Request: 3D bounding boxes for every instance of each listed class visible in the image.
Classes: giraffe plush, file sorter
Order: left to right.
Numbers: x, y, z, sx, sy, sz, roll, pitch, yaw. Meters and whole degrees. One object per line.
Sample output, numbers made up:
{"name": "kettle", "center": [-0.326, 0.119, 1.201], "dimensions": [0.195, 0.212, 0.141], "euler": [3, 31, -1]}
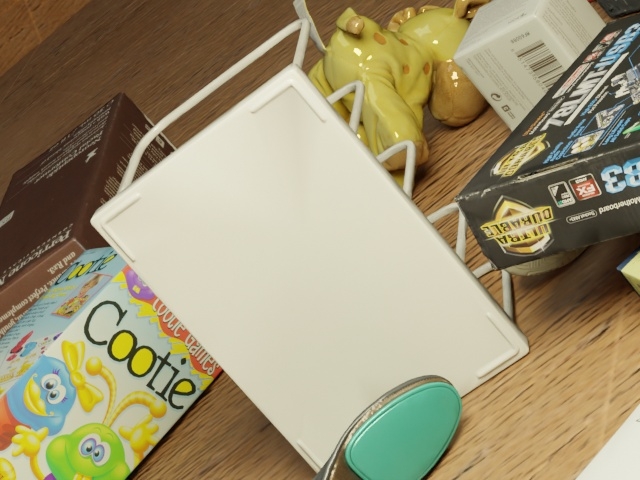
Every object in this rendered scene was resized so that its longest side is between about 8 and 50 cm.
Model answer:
{"name": "file sorter", "center": [0.000, 0.000, 1.489], "dimensions": [0.193, 0.277, 0.173], "euler": [-35, 17, 18]}
{"name": "giraffe plush", "center": [0.085, -0.153, 1.840], "dimensions": [0.170, 0.210, 0.181], "euler": [-19, 5, -26]}

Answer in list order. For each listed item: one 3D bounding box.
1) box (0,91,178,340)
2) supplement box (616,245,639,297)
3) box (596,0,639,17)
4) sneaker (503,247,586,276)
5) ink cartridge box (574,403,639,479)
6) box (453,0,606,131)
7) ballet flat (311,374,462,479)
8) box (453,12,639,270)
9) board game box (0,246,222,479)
{"name": "box", "center": [-0.275, 0.004, 2.190], "dimensions": [0.191, 0.143, 0.381], "euler": [-35, 23, 18]}
{"name": "supplement box", "center": [0.257, 0.018, 1.282], "dimensions": [0.083, 0.056, 0.083], "euler": [-44, 20, -5]}
{"name": "box", "center": [0.333, -0.304, 1.732], "dimensions": [0.207, 0.108, 0.153], "euler": [-14, 34, 54]}
{"name": "sneaker", "center": [0.185, -0.033, 1.515], "dimensions": [0.152, 0.058, 0.084], "euler": [-41, 25, -9]}
{"name": "ink cartridge box", "center": [0.227, 0.174, 1.003], "dimensions": [0.324, 0.071, 0.330], "euler": [-47, 19, -14]}
{"name": "box", "center": [0.193, -0.167, 1.719], "dimensions": [0.102, 0.101, 0.087], "euler": [-24, 26, 40]}
{"name": "ballet flat", "center": [0.020, 0.175, 1.387], "dimensions": [0.203, 0.074, 0.074], "euler": [-51, 22, -18]}
{"name": "box", "center": [0.280, -0.107, 1.359], "dimensions": [0.293, 0.073, 0.295], "euler": [-18, 19, 40]}
{"name": "board game box", "center": [-0.231, 0.147, 1.783], "dimensions": [0.275, 0.142, 0.144], "euler": [-48, 21, -25]}
